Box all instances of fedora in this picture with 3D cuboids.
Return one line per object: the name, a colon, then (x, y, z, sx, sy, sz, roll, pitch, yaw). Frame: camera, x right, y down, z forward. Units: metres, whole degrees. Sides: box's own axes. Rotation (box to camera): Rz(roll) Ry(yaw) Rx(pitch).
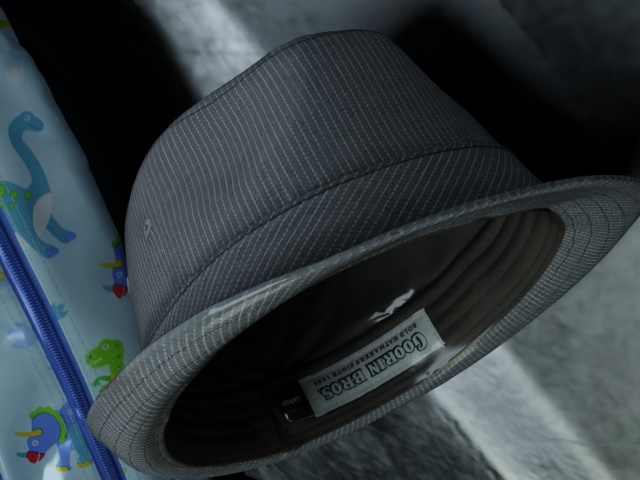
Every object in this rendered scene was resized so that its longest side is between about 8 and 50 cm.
fedora: (0.000, 0.000, 0.500, 0.124, 0.243, 0.275, 64, 156, 21)

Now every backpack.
backpack: (-0.191, 0.027, 0.636, 0.290, 0.273, 0.356, -134, 37, -58)
